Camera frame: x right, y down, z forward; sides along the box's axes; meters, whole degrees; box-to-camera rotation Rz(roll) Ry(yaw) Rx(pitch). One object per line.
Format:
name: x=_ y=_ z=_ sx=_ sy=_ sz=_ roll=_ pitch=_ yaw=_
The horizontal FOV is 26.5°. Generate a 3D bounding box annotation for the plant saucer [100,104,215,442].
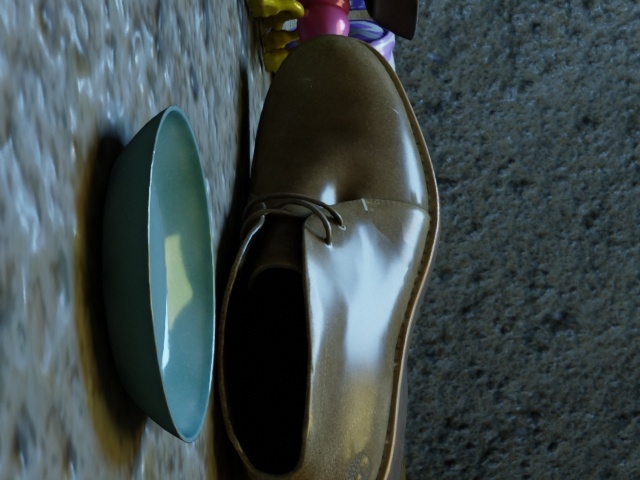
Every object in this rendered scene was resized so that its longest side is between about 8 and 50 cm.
plant saucer: x=-0.057 y=0.012 z=0.482 sx=0.119 sy=0.021 sz=0.119 roll=-3 pitch=90 yaw=-84

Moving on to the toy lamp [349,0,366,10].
toy lamp: x=0.024 y=-0.365 z=1.332 sx=0.080 sy=0.080 sz=0.274 roll=-74 pitch=158 yaw=-75

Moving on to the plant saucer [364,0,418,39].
plant saucer: x=0.039 y=-0.216 z=0.903 sx=0.168 sy=0.029 sz=0.168 roll=174 pitch=-90 yaw=-87

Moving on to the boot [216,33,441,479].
boot: x=0.000 y=0.000 z=0.732 sx=0.115 sy=0.112 sz=0.305 roll=58 pitch=30 yaw=-58

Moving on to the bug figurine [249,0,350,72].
bug figurine: x=-0.013 y=-0.232 z=0.842 sx=0.279 sy=0.072 sz=0.216 roll=75 pitch=13 yaw=-68

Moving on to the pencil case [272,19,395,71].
pencil case: x=0.018 y=-0.060 z=1.004 sx=0.086 sy=0.088 sz=0.206 roll=-72 pitch=160 yaw=-67
